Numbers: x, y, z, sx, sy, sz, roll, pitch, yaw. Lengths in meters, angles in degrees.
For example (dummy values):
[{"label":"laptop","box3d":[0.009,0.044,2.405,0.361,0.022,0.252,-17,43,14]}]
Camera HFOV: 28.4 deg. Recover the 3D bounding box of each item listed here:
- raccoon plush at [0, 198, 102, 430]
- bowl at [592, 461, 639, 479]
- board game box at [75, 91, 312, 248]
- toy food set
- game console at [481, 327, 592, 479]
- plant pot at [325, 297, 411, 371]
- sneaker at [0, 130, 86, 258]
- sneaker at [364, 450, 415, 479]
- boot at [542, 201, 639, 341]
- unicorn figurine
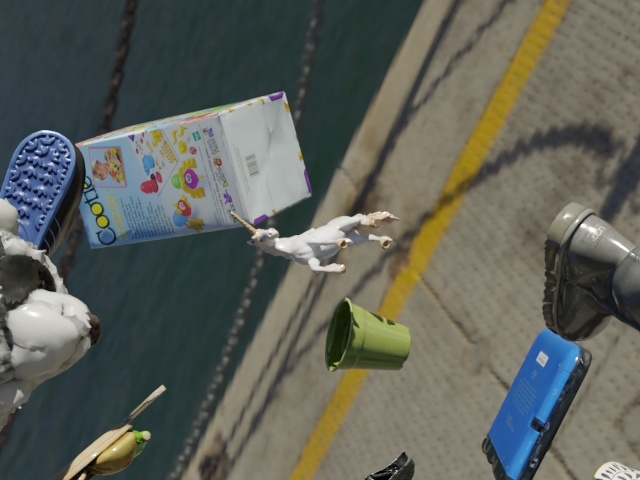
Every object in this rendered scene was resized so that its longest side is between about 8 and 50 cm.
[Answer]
[{"label":"raccoon plush","box3d":[-0.379,0.042,0.861,0.299,0.446,0.216,-101,32,-70]},{"label":"bowl","box3d":[0.326,0.297,1.218,0.080,0.170,0.170,-11,60,35]},{"label":"board game box","box3d":[-0.174,-0.089,1.632,0.275,0.142,0.144,-7,103,35]},{"label":"toy food set","box3d":[-0.227,0.228,1.240,0.192,0.038,0.132,-39,-2,-39]},{"label":"game console","box3d":[0.283,0.252,1.414,0.250,0.173,0.293,-63,-2,2]},{"label":"plant pot","box3d":[0.055,0.113,1.403,0.083,0.079,0.083,-166,90,-74]},{"label":"sneaker","box3d":[-0.280,0.013,1.152,0.232,0.081,0.090,-60,-6,-7]},{"label":"sneaker","box3d":[0.086,0.428,2.113,0.051,0.170,0.089,36,145,60]},{"label":"boot","box3d":[0.279,0.072,1.016,0.208,0.190,0.076,30,73,29]},{"label":"unicorn figurine","box3d":[0.000,0.000,1.362,0.111,0.162,0.060,10,102,47]}]
